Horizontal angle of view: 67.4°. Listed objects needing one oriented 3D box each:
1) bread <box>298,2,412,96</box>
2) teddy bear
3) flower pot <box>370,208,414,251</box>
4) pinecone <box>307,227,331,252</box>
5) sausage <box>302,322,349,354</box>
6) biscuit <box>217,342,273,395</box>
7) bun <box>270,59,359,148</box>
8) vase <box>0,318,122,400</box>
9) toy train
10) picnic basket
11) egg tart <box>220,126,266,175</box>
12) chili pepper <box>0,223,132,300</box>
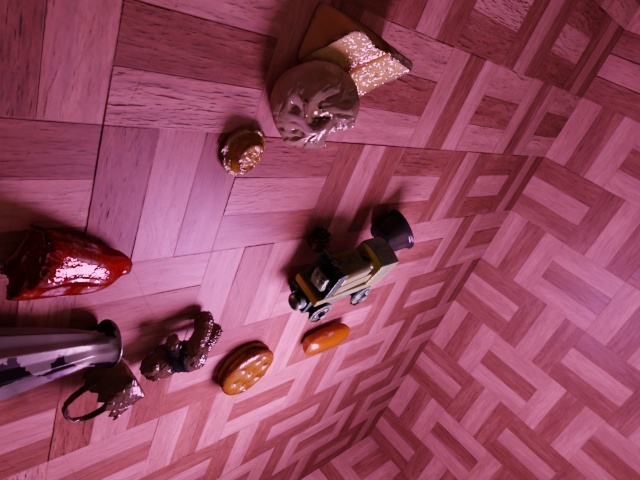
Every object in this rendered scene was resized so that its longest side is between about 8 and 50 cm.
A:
[{"bbox_3d":[0.087,-0.442,1.118,0.266,0.178,0.142,1,92,-54],"label":"bread"},{"bbox_3d":[-0.374,0.308,1.333,0.251,0.129,0.182,-34,144,-23],"label":"teddy bear"},{"bbox_3d":[0.251,-0.023,1.736,0.106,0.157,0.157,-23,142,-13],"label":"flower pot"},{"bbox_3d":[0.000,0.000,1.515,0.083,0.077,0.077,-52,150,-13],"label":"pinecone"},{"bbox_3d":[0.026,0.396,1.956,0.238,0.098,0.098,-13,134,-41],"label":"sausage"},{"bbox_3d":[-0.260,0.453,1.688,0.220,0.066,0.220,-31,145,-25],"label":"biscuit"},{"bbox_3d":[-0.006,-0.298,1.107,0.237,0.116,0.210,6,136,-39],"label":"bun"},{"bbox_3d":[-0.598,0.241,0.980,0.360,0.165,0.165,1,124,-56],"label":"vase"},{"bbox_3d":[0.073,0.124,1.612,0.397,0.160,0.253,-14,151,-44],"label":"toy train"},{"bbox_3d":[-0.548,0.387,1.196,0.178,0.138,0.128,-33,142,-26],"label":"picnic basket"},{"bbox_3d":[-0.170,-0.201,1.112,0.128,0.049,0.129,-33,147,-25],"label":"egg tart"},{"bbox_3d":[-0.489,0.061,0.958,0.252,0.136,0.144,27,76,-65],"label":"chili pepper"}]
